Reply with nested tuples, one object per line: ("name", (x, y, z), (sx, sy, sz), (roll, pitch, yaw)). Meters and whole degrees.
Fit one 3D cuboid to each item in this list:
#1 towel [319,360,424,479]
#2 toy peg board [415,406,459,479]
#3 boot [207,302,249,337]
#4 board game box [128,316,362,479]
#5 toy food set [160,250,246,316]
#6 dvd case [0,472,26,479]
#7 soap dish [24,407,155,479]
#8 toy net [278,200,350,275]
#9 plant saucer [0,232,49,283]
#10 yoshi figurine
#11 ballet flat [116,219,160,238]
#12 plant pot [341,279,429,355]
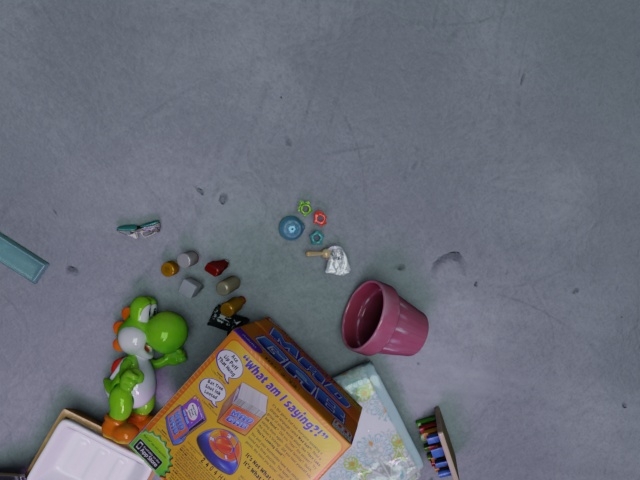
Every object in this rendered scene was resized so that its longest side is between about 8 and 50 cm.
("towel", (0.082, 0.565, 1.697), (0.320, 0.090, 0.374), (-26, 97, -5))
("toy peg board", (0.325, 0.582, 1.700), (0.079, 0.160, 0.161), (-18, 97, 10))
("boot", (-0.260, 0.240, 1.650), (0.099, 0.045, 0.121), (26, 89, -8))
("board game box", (-0.155, 0.446, 1.469), (0.356, 0.356, 0.356), (43, 94, 8))
("toy food set", (-0.300, 0.100, 1.624), (0.232, 0.104, 0.111), (28, 105, 9))
("dvd case", (-0.826, 0.680, 1.572), (0.221, 0.018, 0.164), (-8, 97, 27))
("soap dish", (-0.596, 0.597, 1.600), (0.291, 0.118, 0.229), (30, 91, -9))
("toy net", (0.000, 0.000, 1.664), (0.232, 0.045, 0.122), (41, 87, -10))
("plant saucer", (-0.810, 0.036, 1.579), (0.192, 0.018, 0.067), (35, 90, -9))
("yoshi figurine", (-0.440, 0.329, 1.569), (0.203, 0.203, 0.362), (8, 87, -26))
("ballet flat", (-0.480, -0.025, 1.605), (0.114, 0.041, 0.041), (-9, 96, -5))
("plant pot", (0.184, 0.228, 1.639), (0.180, 0.201, 0.201), (23, 92, -24))
